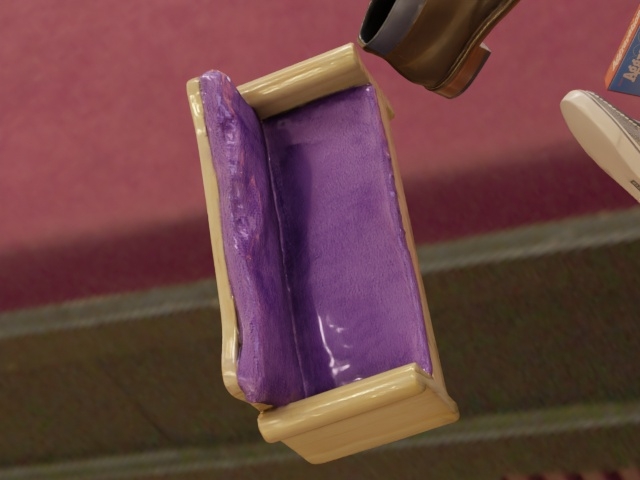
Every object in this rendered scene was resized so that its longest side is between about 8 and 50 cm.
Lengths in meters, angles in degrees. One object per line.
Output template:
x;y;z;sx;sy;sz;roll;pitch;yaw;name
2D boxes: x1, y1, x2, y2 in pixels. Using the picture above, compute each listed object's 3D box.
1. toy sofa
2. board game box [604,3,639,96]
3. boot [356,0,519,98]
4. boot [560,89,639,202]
0.000;0.000;1.414;0.150;0.177;0.362;-19;58;16;toy sofa
0.416;-0.255;1.655;0.145;0.281;0.027;10;45;-10;board game box
0.119;-0.236;1.375;0.219;0.106;0.082;-65;30;14;boot
0.309;-0.086;1.448;0.086;0.190;0.069;-46;8;-11;boot
